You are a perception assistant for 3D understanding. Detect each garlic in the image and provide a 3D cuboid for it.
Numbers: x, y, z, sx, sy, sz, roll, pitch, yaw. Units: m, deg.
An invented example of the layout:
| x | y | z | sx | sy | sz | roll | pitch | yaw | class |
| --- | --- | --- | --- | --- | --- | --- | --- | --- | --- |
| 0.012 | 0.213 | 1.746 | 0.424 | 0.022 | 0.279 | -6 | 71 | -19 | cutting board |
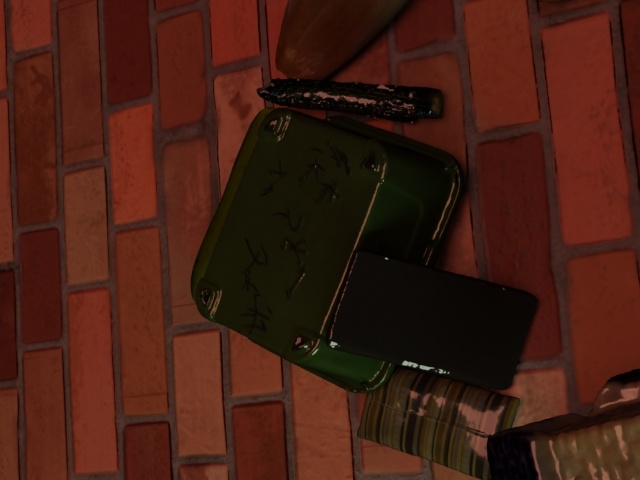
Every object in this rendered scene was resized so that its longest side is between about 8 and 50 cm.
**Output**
| x | y | z | sx | sy | sz | roll | pitch | yaw | class |
| --- | --- | --- | --- | --- | --- | --- | --- | --- | --- |
| 0.039 | -0.336 | 1.558 | 0.143 | 0.112 | 0.318 | 53 | 122 | 22 | garlic |

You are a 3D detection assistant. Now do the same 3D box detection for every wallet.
| x | y | z | sx | sy | sz | roll | pitch | yaw | class |
| --- | --- | --- | --- | --- | --- | --- | --- | --- | --- |
| 0.132 | 0.095 | 1.388 | 0.025 | 0.244 | 0.124 | -154 | 79 | -70 | wallet |

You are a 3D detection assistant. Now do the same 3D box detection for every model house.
| x | y | z | sx | sy | sz | roll | pitch | yaw | class |
| --- | --- | --- | --- | --- | --- | --- | --- | --- | --- |
| 0.322 | 0.252 | 1.196 | 0.284 | 0.298 | 0.243 | -15 | 83 | 32 | model house |

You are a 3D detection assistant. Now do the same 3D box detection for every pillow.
| x | y | z | sx | sy | sz | roll | pitch | yaw | class |
| --- | --- | --- | --- | --- | --- | --- | --- | --- | --- |
| 0.142 | 0.221 | 1.459 | 0.203 | 0.038 | 0.113 | 13 | 91 | 31 | pillow |

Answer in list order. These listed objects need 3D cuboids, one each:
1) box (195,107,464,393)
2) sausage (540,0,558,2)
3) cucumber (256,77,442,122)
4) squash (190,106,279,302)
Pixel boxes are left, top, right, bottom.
| x | y | z | sx | sy | sz | roll | pitch | yaw | class |
| --- | --- | --- | --- | --- | --- | --- | --- | --- | --- |
| 0.000 | 0.000 | 1.476 | 0.253 | 0.178 | 0.328 | 22 | 91 | 36 | box |
| 0.238 | -0.441 | 1.439 | 0.112 | 0.112 | 0.328 | -31 | 67 | 25 | sausage |
| 0.036 | -0.186 | 1.547 | 0.257 | 0.044 | 0.043 | 7 | 68 | 22 | cucumber |
| -0.100 | -0.042 | 1.611 | 0.082 | 0.082 | 0.292 | 26 | 97 | 31 | squash |
